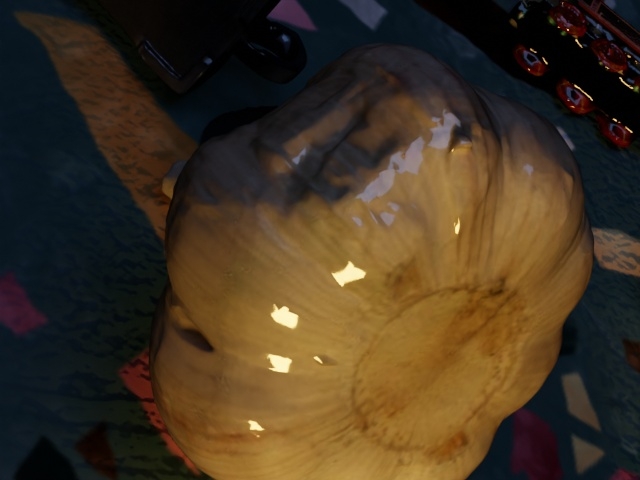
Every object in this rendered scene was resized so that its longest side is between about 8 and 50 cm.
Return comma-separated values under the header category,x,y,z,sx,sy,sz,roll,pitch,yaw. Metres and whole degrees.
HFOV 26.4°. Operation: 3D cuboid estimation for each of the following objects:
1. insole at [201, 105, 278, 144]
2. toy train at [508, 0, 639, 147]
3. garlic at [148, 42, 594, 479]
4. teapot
category,x,y,z,sx,sy,sz,roll,pitch,yaw
insole,0.035,-0.038,0.788,0.232,0.003,0.080,8,55,-29
toy train,0.190,-0.123,0.921,0.138,0.050,0.087,38,42,-4
garlic,0.000,0.000,0.630,0.218,0.218,0.212,-5,30,-36
teapot,-0.071,-0.155,0.756,0.177,0.087,0.096,47,23,5
